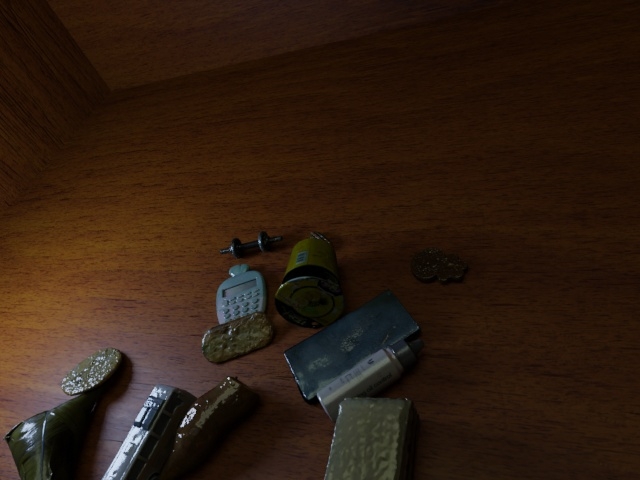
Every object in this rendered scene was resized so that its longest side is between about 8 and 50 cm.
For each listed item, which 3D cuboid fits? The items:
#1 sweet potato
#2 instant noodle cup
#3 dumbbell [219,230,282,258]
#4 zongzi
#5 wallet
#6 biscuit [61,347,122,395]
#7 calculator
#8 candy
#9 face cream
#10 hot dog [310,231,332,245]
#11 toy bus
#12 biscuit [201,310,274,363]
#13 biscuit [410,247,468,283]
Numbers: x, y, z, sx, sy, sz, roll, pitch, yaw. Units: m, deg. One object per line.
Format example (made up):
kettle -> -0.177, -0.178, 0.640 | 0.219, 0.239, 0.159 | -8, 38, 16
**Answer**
sweet potato -> -0.325, 0.512, 1.339 | 0.336, 0.131, 0.131 | -43, 45, -19
instant noodle cup -> -0.027, 0.118, 1.528 | 0.215, 0.216, 0.236 | -14, 37, 14
dumbbell -> -0.258, 0.017, 1.816 | 0.253, 0.082, 0.082 | -12, 45, 16
zongzi -> -0.755, 0.598, 1.478 | 0.299, 0.139, 0.286 | -30, 47, -29
wallet -> 0.085, 0.296, 1.401 | 0.378, 0.046, 0.191 | -31, 44, -5
biscuit -> -0.771, 0.441, 1.656 | 0.219, 0.033, 0.220 | -18, 25, 9
calculator -> -0.269, 0.197, 1.676 | 0.183, 0.042, 0.295 | -19, 46, 9
candy -> 0.114, 0.520, 1.106 | 0.179, 0.135, 0.321 | -4, 47, 25
face cream -> 0.141, 0.352, 1.286 | 0.311, 0.092, 0.092 | -32, 43, -7
hot dog -> 0.000, 0.000, 1.736 | 0.049, 0.037, 0.122 | -37, 45, -15
toy bus -> -0.474, 0.565, 1.348 | 0.097, 0.138, 0.343 | 2, 52, 31
biscuit -> -0.263, 0.306, 1.551 | 0.246, 0.029, 0.119 | -20, 75, 7
biscuit -> 0.356, 0.080, 1.489 | 0.174, 0.026, 0.124 | 14, 58, 36
